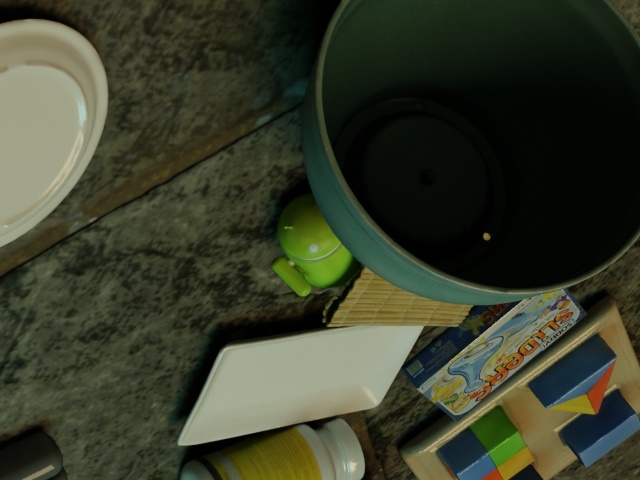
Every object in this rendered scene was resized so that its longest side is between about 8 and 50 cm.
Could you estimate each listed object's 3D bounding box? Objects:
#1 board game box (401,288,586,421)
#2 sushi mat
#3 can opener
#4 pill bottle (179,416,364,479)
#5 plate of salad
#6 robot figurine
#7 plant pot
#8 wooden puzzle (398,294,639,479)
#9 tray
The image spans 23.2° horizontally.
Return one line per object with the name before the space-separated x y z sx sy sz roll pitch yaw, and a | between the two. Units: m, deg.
board game box | 0.201 0.115 1.784 0.201 0.035 0.136 -41 147 5
sushi mat | 0.113 0.023 1.535 0.151 0.019 0.316 -54 156 14
can opener | -0.353 0.277 1.405 0.283 0.095 0.076 -25 146 -18
pill bottle | -0.049 0.253 1.655 0.184 0.103 0.103 -19 143 -26
plate of salad | -0.239 -0.075 1.123 0.200 0.048 0.200 -34 145 -28
robot figurine | 0.000 0.000 1.422 0.101 0.067 0.115 -43 149 -7
plant pot | 0.110 -0.073 1.281 0.293 0.293 0.196 -23 171 -22
wooden puzzle | 0.284 0.250 1.987 0.322 0.080 0.348 -36 147 -2
tray | -0.020 0.134 1.604 0.270 0.030 0.145 -6 137 -39
